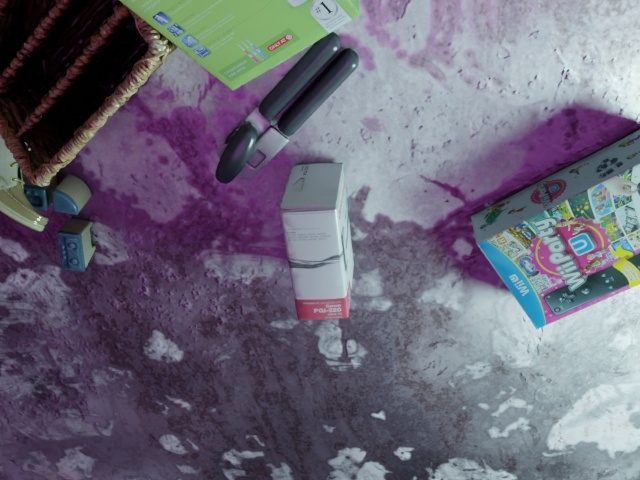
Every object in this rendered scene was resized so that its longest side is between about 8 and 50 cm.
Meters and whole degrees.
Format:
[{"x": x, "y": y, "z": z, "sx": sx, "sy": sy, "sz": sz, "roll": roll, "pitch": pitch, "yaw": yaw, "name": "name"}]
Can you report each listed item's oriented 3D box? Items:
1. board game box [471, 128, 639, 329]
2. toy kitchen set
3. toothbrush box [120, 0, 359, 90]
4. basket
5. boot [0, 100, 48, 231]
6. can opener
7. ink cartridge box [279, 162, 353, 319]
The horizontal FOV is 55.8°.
[{"x": 0.440, "y": -0.011, "z": 0.997, "sx": 0.303, "sy": 0.097, "sz": 0.224, "roll": -30, "pitch": 116, "yaw": 23, "name": "board game box"}, {"x": -0.521, "y": -0.026, "z": 1.055, "sx": 0.207, "sy": 0.122, "sz": 0.166, "roll": 9, "pitch": 124, "yaw": 0, "name": "toy kitchen set"}, {"x": -0.119, "y": -0.331, "z": 0.679, "sx": 0.206, "sy": 0.122, "sz": 0.283, "roll": -22, "pitch": 146, "yaw": 31, "name": "toothbrush box"}, {"x": -0.343, "y": -0.267, "z": 0.819, "sx": 0.299, "sy": 0.223, "sz": 0.213, "roll": -35, "pitch": 114, "yaw": 26, "name": "basket"}, {"x": -0.476, "y": -0.134, "z": 0.955, "sx": 0.213, "sy": 0.077, "sz": 0.165, "roll": 44, "pitch": 77, "yaw": -6, "name": "boot"}, {"x": -0.059, "y": -0.187, "z": 0.922, "sx": 0.076, "sy": 0.095, "sz": 0.283, "roll": 38, "pitch": 119, "yaw": -20, "name": "can opener"}, {"x": 0.000, "y": 0.000, "z": 1.004, "sx": 0.092, "sy": 0.158, "sz": 0.217, "roll": -3, "pitch": 124, "yaw": 9, "name": "ink cartridge box"}]
